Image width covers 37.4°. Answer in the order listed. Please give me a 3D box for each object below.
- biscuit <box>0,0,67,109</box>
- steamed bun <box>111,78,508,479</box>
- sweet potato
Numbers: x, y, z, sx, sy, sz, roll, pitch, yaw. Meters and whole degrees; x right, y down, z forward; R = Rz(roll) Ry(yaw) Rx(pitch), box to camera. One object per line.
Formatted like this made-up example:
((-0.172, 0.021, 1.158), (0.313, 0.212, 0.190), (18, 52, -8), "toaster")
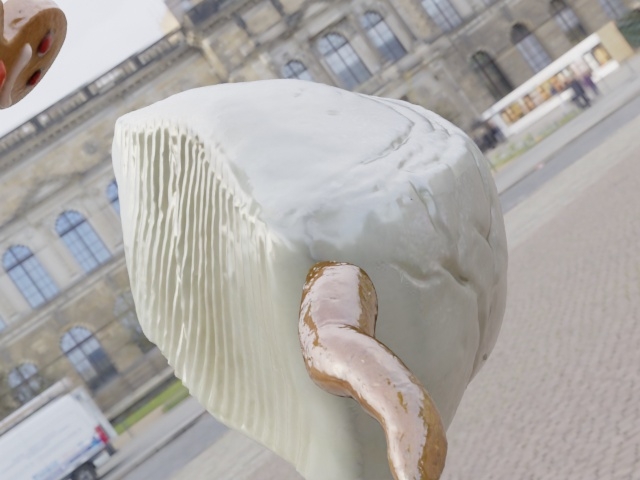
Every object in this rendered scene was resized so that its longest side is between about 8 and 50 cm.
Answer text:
((-0.233, -0.083, 0.582), (0.165, 0.036, 0.250), (-56, -2, 39), "biscuit")
((0.005, 0.000, 0.708), (0.236, 0.246, 0.383), (-16, 21, -25), "steamed bun")
((0.011, 0.041, 0.386), (0.044, 0.044, 0.179), (-36, 21, 3), "sweet potato")
